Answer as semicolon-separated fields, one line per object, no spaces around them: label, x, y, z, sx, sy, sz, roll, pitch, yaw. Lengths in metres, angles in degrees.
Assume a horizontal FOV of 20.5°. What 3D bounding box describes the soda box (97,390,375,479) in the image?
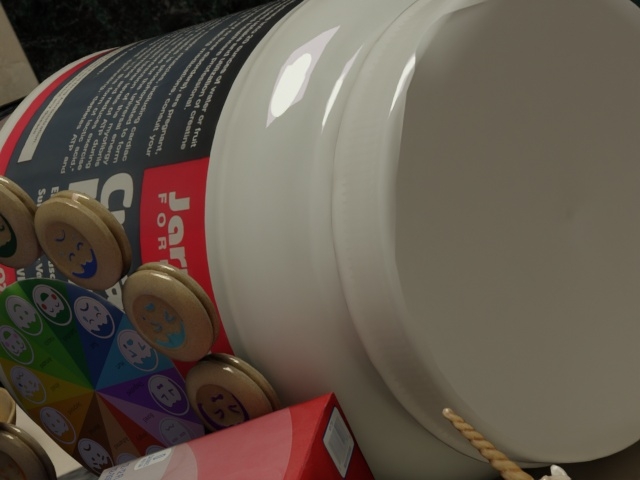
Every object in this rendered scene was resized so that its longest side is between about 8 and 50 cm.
soda box;-0.039;0.138;0.472;0.092;0.083;0.263;-20;14;15

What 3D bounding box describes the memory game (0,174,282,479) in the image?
memory game;-0.086;0.056;0.642;0.186;0.186;0.012;-10;26;44

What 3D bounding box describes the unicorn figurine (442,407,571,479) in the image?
unicorn figurine;0.113;0.089;0.481;0.162;0.060;0.111;-5;17;9

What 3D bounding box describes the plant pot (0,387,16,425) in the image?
plant pot;-0.259;0.147;0.913;0.236;0.032;0.236;-22;14;6

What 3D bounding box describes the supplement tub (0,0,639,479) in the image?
supplement tub;0.000;0.000;0.695;0.191;0.191;0.272;-34;17;-35
